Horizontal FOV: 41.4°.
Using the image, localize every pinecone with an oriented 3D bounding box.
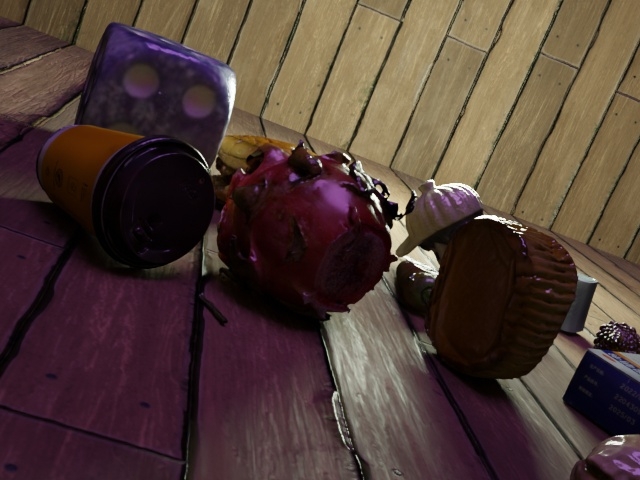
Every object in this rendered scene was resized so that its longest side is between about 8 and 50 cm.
[{"bbox_3d":[0.631,0.223,1.781,0.109,0.102,0.102,26,8,-39],"label":"pinecone"}]

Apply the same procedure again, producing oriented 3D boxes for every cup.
[{"bbox_3d":[0.551,0.138,1.912,0.095,0.129,0.128,24,14,37],"label":"cup"},{"bbox_3d":[-0.296,-0.080,1.256,0.280,0.196,0.196,23,10,42],"label":"cup"}]

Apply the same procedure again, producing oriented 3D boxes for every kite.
[{"bbox_3d":[0.249,0.079,1.890,0.189,0.009,0.232,15,16,-31],"label":"kite"}]

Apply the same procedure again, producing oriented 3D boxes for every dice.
[{"bbox_3d":[-0.342,-0.273,1.729,0.271,0.270,0.270,17,13,-22],"label":"dice"}]

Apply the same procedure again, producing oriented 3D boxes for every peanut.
[{"bbox_3d":[0.427,0.316,0.970,0.313,0.149,0.149,21,13,-6],"label":"peanut"}]

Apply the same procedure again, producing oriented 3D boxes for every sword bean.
[{"bbox_3d":[-0.147,0.094,1.163,0.012,0.012,0.083,12,16,-38],"label":"sword bean"}]

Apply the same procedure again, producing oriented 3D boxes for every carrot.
[{"bbox_3d":[0.183,0.078,1.685,0.078,0.078,0.298,21,7,-7],"label":"carrot"}]

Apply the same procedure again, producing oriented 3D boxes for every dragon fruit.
[{"bbox_3d":[-0.033,-0.029,1.327,0.250,0.269,0.291,23,12,-47],"label":"dragon fruit"}]

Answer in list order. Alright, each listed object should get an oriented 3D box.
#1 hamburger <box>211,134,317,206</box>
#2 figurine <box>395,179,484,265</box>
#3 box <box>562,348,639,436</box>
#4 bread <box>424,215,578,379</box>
[{"bbox_3d":[-0.118,-0.134,1.789,0.245,0.163,0.244,22,15,-6],"label":"hamburger"},{"bbox_3d":[0.329,0.011,1.799,0.332,0.204,0.185,30,0,9],"label":"figurine"},{"bbox_3d":[0.584,0.283,1.426,0.300,0.106,0.200,10,18,-39],"label":"box"},{"bbox_3d":[0.284,0.095,1.353,0.143,0.253,0.227,9,15,-37],"label":"bread"}]
